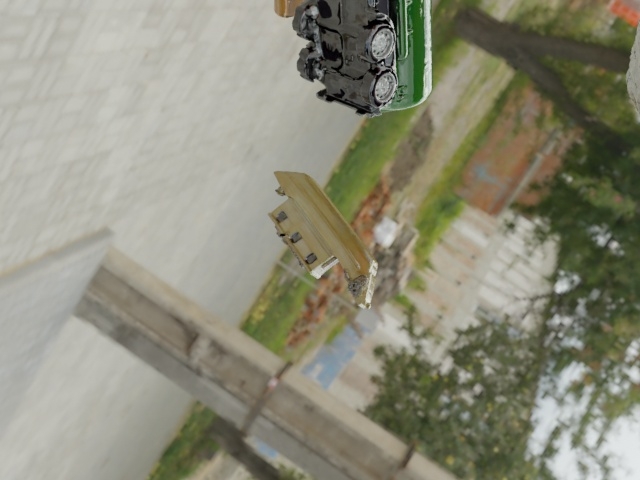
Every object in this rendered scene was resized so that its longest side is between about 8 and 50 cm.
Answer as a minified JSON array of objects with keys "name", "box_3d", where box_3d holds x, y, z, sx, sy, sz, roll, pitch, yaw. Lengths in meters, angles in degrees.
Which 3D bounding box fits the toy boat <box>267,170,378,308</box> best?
[{"name":"toy boat","box_3d":[0.000,0.000,1.254,0.077,0.200,0.057,-38,163,4]}]

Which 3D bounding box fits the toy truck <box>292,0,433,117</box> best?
[{"name":"toy truck","box_3d":[0.047,-0.222,0.930,0.125,0.101,0.243,-32,133,-31]}]

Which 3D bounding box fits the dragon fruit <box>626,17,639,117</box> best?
[{"name":"dragon fruit","box_3d":[0.372,-0.192,0.830,0.283,0.204,0.221,-23,149,20]}]

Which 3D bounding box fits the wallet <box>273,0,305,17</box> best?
[{"name":"wallet","box_3d":[0.024,-0.333,1.084,0.195,0.042,0.161,-35,149,-25]}]
